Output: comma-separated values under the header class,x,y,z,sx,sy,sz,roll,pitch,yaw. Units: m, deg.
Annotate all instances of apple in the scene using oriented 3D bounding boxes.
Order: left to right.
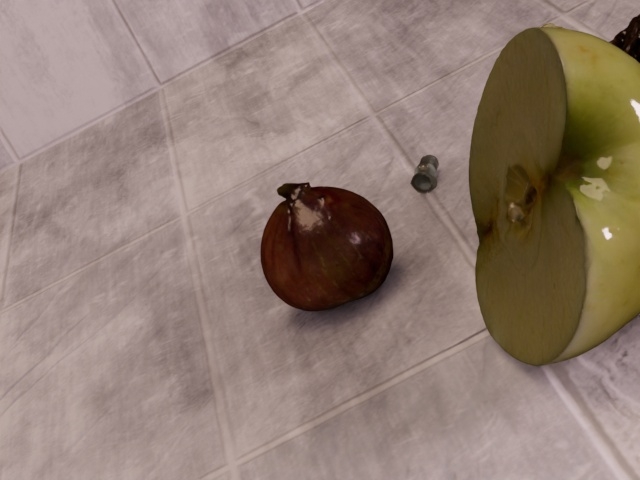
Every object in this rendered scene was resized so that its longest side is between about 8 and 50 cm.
class,x,y,z,sx,sy,sz,roll,pitch,yaw
apple,0.265,-0.048,1.732,0.320,0.312,0.360,-48,-1,-16

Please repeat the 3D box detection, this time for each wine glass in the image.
class,x,y,z,sx,sy,sz,roll,pitch,yaw
wine glass,0.171,-0.107,2.398,0.042,0.039,0.083,-22,18,22

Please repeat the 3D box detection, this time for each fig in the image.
class,x,y,z,sx,sy,sz,roll,pitch,yaw
fig,0.000,0.001,2.149,0.205,0.205,0.205,-24,21,10

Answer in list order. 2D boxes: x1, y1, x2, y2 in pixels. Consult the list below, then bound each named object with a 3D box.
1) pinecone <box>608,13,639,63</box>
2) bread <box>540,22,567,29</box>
class,x,y,z,sx,sy,sz,roll,pitch,yaw
pinecone,0.495,-0.200,1.921,0.298,0.242,0.296,-33,21,-11
bread,0.327,-0.192,2.083,0.110,0.234,0.184,29,97,26
